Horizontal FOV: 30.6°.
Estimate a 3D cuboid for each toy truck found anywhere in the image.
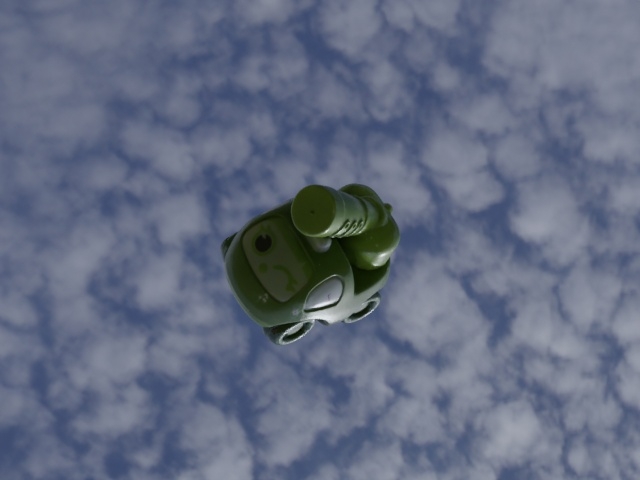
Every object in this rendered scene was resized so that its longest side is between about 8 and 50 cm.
[{"bbox_3d":[0.006,0.006,1.303,0.210,0.187,0.148,-49,-118,36],"label":"toy truck"}]
